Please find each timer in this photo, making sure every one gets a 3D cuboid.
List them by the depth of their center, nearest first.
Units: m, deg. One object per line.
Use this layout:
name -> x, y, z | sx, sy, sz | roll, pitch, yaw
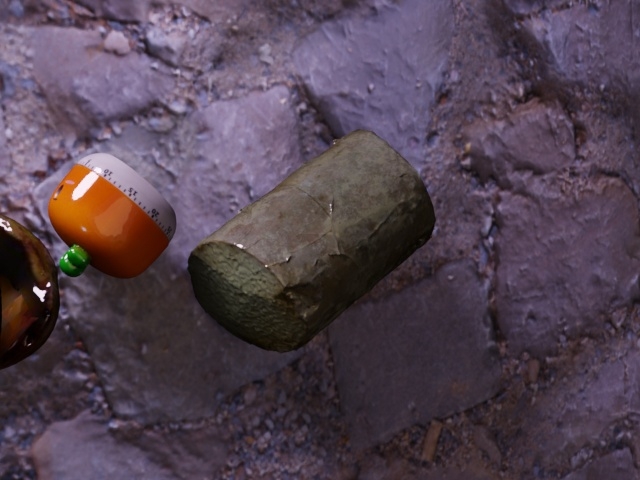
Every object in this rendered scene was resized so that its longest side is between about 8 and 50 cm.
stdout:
timer -> -0.222, -0.014, 1.396 | 0.136, 0.099, 0.136 | -2, 96, -21

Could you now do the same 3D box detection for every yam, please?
yam -> 0.000, 0.000, 1.515 | 0.268, 0.161, 0.161 | -38, 114, -29

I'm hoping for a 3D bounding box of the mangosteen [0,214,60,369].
mangosteen -> -0.415, 0.082, 1.119 | 0.435, 0.382, 0.382 | 30, 77, -50
